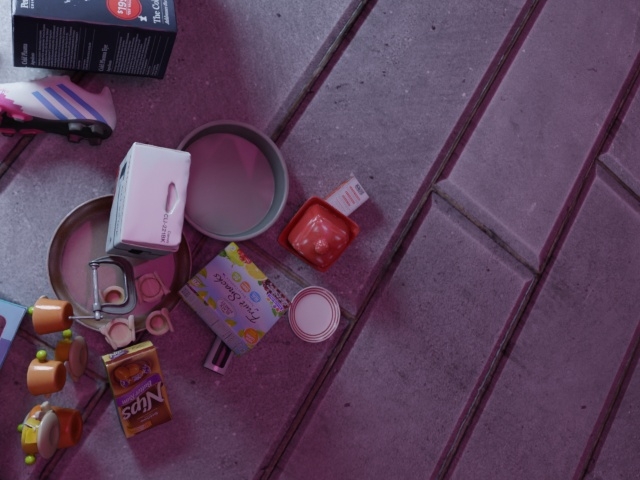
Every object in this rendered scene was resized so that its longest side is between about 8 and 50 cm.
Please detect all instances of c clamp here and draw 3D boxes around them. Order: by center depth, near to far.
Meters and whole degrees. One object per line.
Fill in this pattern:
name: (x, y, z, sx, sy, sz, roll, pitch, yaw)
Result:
c clamp: (-0.456, 0.098, 1.438, 0.137, 0.022, 0.160, 10, 55, -29)

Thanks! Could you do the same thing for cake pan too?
cake pan: (-0.220, -0.141, 1.634, 0.293, 0.054, 0.293, 2, 85, -24)

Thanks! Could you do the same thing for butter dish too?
butter dish: (0.000, 0.000, 1.662, 0.160, 0.118, 0.160, 36, 103, -17)

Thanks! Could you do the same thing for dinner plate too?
dinner plate: (-0.017, 0.186, 1.715, 0.141, 0.017, 0.141, 2, 84, -23)

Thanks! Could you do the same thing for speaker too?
speaker: (-0.223, 0.244, 1.598, 0.055, 0.055, 0.136, 30, 74, -19)

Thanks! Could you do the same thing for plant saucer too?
plant saucer: (-0.447, 0.053, 1.519, 0.311, 0.050, 0.310, 2, 84, -25)

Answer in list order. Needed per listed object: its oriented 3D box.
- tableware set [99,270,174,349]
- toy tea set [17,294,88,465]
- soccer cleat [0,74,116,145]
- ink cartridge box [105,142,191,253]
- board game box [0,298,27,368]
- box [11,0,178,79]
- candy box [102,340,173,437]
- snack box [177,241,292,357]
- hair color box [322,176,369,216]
tableware set: (-0.405, 0.153, 1.492, 0.169, 0.020, 0.141, -17, 92, -24)
toy tea set: (-0.568, 0.283, 1.386, 0.124, 0.200, 0.335, -2, 71, 3)
soccer cleat: (-0.608, -0.296, 1.458, 0.331, 0.116, 0.143, 7, 66, -25)
ink cartridge box: (-0.358, -0.070, 1.394, 0.114, 0.273, 0.196, 9, 81, -23)
board game box: (-0.794, 0.195, 1.335, 0.336, 0.079, 0.253, 24, 77, -21)
box: (-0.486, -0.542, 1.439, 0.313, 0.179, 0.343, -2, 69, -23)
candy box: (-0.397, 0.324, 1.484, 0.109, 0.053, 0.186, -18, 114, -25)
snack box: (-0.194, 0.134, 1.565, 0.207, 0.070, 0.174, 47, 47, -2)
hair color box: (0.051, -0.095, 1.755, 0.141, 0.043, 0.072, -40, 102, -21)
